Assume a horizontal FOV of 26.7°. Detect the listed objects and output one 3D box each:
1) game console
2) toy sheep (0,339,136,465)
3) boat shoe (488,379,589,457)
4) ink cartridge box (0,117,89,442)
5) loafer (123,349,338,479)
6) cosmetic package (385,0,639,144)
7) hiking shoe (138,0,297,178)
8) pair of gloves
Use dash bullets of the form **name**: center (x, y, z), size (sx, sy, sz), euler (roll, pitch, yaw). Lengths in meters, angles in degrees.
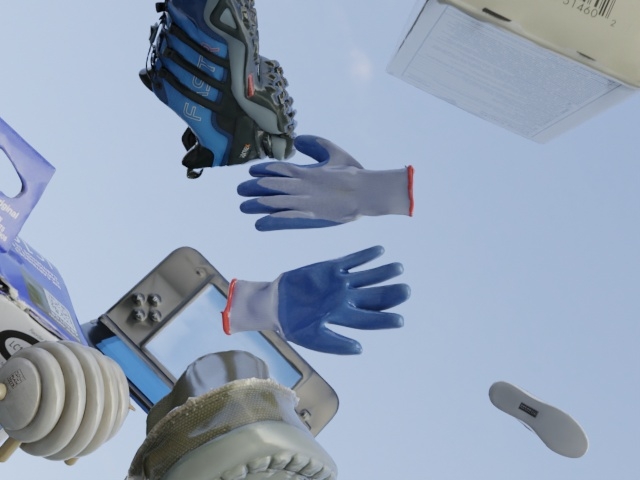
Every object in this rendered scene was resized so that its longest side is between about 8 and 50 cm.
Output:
- **game console**: center (-0.122, 0.154, 1.582), size (0.293, 0.250, 0.173), euler (46, -30, -1)
- **toy sheep**: center (-0.182, 0.110, 0.921), size (0.091, 0.132, 0.091), euler (-6, -100, 36)
- **boat shoe**: center (0.273, 0.218, 1.673), size (0.142, 0.040, 0.049), euler (35, -84, 18)
- **ink cartridge box**: center (-0.357, 0.069, 0.965), size (0.270, 0.395, 0.151), euler (46, 5, -37)
- **loafer**: center (-0.052, 0.098, 0.625), size (0.087, 0.094, 0.251), euler (63, -10, 13)
- **cosmetic package**: center (0.153, -0.167, 1.007), size (0.160, 0.113, 0.309), euler (24, -3, -3)
- **hiking shoe**: center (-0.120, -0.188, 1.284), size (0.132, 0.113, 0.304), euler (-16, -58, 8)
- **pair of gloves**: center (0.000, 0.000, 1.111), size (0.159, 0.198, 0.023), euler (-1, -24, 15)
